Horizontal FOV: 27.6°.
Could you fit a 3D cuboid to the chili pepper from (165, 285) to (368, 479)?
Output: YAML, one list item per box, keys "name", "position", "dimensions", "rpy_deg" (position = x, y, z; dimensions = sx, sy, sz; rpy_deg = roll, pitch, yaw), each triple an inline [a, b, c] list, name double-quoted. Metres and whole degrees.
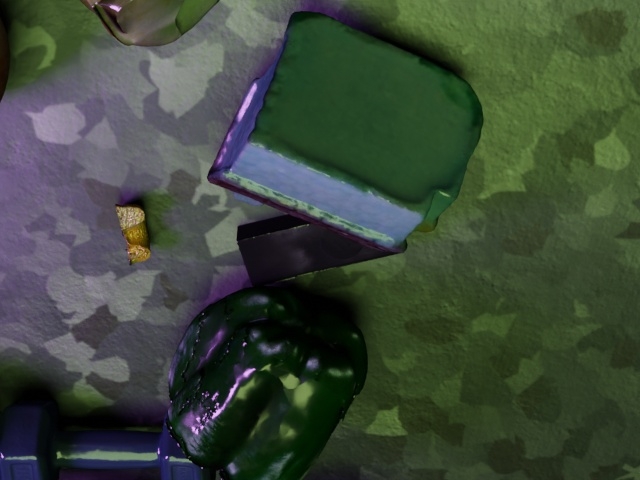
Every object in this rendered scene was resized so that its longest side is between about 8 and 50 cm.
- name: "chili pepper"
  position: [-0.068, 0.202, 1.788]
  dimensions: [0.249, 0.233, 0.256]
  rpy_deg: [22, 126, -22]

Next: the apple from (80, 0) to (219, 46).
- name: "apple"
  position: [-0.208, -0.338, 1.524]
  dimensions: [0.188, 0.174, 0.207]
  rpy_deg: [-43, 110, 1]

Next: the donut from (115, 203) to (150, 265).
- name: "donut"
  position: [-0.253, -0.011, 1.772]
  dimensions: [0.038, 0.067, 0.083]
  rpy_deg: [-14, 85, -10]

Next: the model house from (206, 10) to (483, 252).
- name: "model house"
  position: [0.021, -0.101, 1.652]
  dimensions: [0.281, 0.230, 0.249]
  rpy_deg: [24, 151, -8]

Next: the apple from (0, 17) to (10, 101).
- name: "apple"
  position: [-0.505, -0.216, 1.564]
  dimensions: [0.257, 0.234, 0.256]
  rpy_deg: [-1, 121, -2]

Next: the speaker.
- name: "speaker"
  position: [0.000, 0.000, 1.781]
  dimensions: [0.218, 0.044, 0.082]
  rpy_deg: [-12, 119, 8]

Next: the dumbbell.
- name: "dumbbell"
  position: [-0.310, 0.308, 1.910]
  dimensions: [0.316, 0.156, 0.143]
  rpy_deg: [0, 150, 1]
